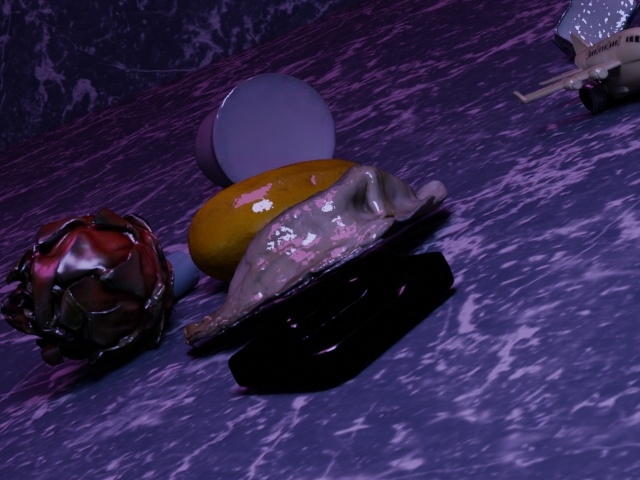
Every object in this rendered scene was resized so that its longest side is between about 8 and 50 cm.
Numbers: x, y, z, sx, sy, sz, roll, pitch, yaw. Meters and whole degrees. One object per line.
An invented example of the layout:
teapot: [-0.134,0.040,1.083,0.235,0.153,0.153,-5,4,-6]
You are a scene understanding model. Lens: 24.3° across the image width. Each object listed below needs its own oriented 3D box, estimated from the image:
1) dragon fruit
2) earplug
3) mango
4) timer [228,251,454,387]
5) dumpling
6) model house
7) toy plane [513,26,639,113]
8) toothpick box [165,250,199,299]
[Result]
dragon fruit: [-0.243,0.051,1.604,0.182,0.182,0.188,-24,8,1]
earplug: [-0.105,-0.140,2.130,0.172,0.172,0.301,-29,9,-16]
mango: [-0.044,-0.026,1.686,0.227,0.109,0.147,-24,-10,5]
timer: [0.017,0.067,1.337,0.144,0.055,0.187,-8,21,47]
dumpling: [-0.003,-0.002,1.509,0.332,0.086,0.166,-34,-4,-19]
model house: [0.377,-0.295,2.046,0.100,0.088,0.100,-57,-9,-2]
toy plane: [0.344,-0.202,1.705,0.229,0.092,0.244,-25,14,-11]
toothpick box: [-0.188,0.052,1.749,0.052,0.052,0.083,-10,19,46]
